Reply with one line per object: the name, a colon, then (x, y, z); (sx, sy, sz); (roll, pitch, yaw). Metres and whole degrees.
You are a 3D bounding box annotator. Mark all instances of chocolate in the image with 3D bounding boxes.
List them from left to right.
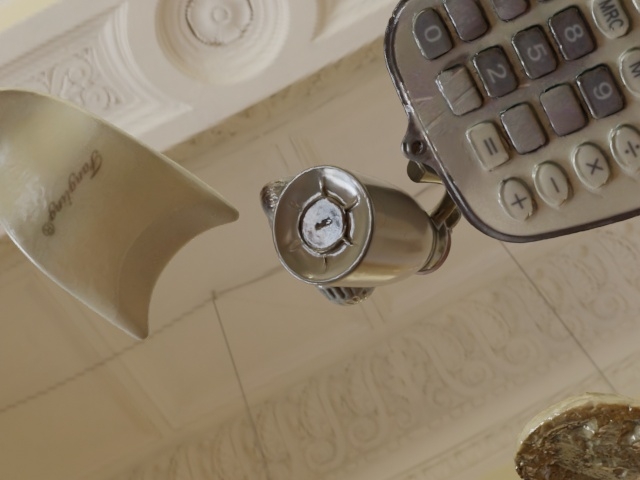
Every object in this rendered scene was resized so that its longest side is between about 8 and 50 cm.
chocolate: (0.000, 0.000, 1.080); (0.072, 0.072, 0.167); (-33, -64, 5)

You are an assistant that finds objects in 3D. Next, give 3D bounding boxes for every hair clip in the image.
hair clip: (-0.245, -0.053, 1.086); (0.172, 0.282, 0.113); (-52, -24, 4)

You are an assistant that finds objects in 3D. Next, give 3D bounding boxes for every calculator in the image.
calculator: (0.161, -0.104, 0.554); (0.268, 0.040, 0.177); (-24, -83, 17)

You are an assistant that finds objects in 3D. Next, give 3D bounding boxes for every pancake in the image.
pancake: (0.227, 0.167, 0.833); (0.152, 0.025, 0.151); (4, -43, 4)

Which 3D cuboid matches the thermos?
thermos: (0.064, -0.016, 0.976); (0.137, 0.105, 0.193); (-51, -30, 19)
